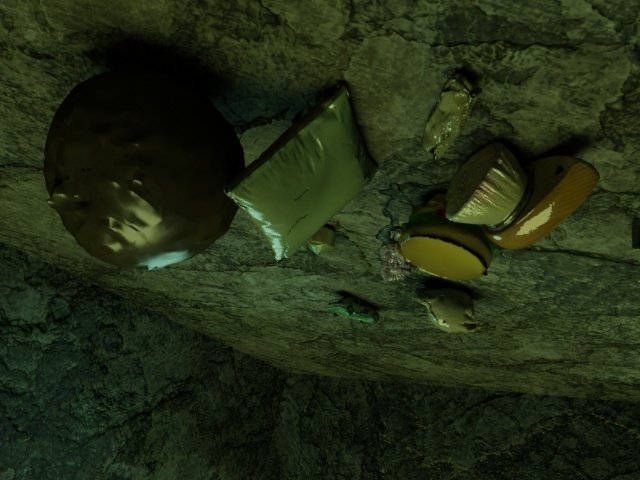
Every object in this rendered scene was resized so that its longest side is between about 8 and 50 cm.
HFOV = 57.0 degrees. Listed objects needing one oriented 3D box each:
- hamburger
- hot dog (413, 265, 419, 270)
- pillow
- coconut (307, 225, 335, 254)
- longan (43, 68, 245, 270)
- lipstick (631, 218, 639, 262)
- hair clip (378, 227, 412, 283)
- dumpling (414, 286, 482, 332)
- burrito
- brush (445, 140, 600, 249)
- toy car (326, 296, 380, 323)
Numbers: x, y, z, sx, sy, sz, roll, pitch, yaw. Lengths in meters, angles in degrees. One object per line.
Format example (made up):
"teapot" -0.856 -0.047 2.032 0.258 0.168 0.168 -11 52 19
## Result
"hamburger" 0.309 -0.011 1.403 0.237 0.149 0.237 19 156 9
"hot dog" 0.298 0.073 1.752 0.030 0.034 0.090 16 158 -5
"pillow" -0.024 -0.122 1.190 0.119 0.310 0.312 41 172 31
"coconut" 0.000 0.000 1.687 0.083 0.081 0.082 16 172 -31
"longan" -0.343 -0.137 1.152 0.391 0.391 0.391 11 157 5
"lipstick" 0.818 0.062 1.386 0.076 0.080 0.371 -8 150 39
"hair clip" 0.216 0.048 1.699 0.106 0.085 0.292 -6 152 -1
"dumpling" 0.409 0.212 1.912 0.247 0.142 0.172 32 -174 -10
"burrito" 0.233 -0.220 1.074 0.063 0.058 0.229 9 160 -2
"brush" 0.382 -0.104 1.137 0.166 0.174 0.266 31 145 -16
"toy car" 0.129 0.262 2.236 0.224 0.076 0.090 20 156 -37
